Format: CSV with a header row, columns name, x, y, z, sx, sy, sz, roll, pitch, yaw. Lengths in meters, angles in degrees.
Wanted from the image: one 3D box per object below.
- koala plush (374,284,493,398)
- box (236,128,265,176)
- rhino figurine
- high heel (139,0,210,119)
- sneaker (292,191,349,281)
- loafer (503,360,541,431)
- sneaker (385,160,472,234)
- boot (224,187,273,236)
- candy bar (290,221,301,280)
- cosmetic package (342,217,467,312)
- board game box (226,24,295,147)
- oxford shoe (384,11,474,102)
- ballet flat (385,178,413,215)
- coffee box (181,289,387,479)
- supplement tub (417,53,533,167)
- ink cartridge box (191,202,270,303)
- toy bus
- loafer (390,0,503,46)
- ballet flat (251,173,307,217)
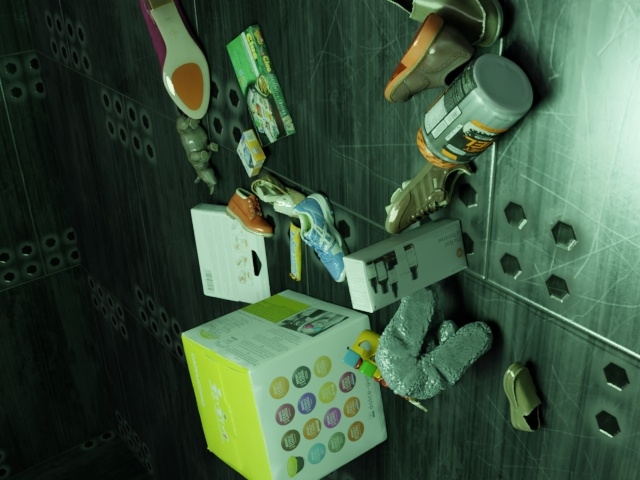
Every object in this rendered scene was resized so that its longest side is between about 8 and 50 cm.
name,x,y,z,sx,sy,sz,roll,pitch,yaw
koala plush,0.195,0.215,1.510,0.196,0.203,0.221,37,171,8
box,-0.175,-0.213,1.924,0.081,0.028,0.136,64,159,9
rhino figurine,-0.331,-0.244,2.121,0.106,0.073,0.243,1,110,52
high heel,-0.380,-0.509,2.039,0.181,0.127,0.377,-133,29,-71
sneaker,0.000,0.000,1.756,0.080,0.081,0.211,-24,89,57
loafer,0.371,0.284,1.394,0.050,0.056,0.148,18,133,51
sneaker,0.190,-0.076,1.367,0.071,0.066,0.188,43,105,27
boot,-0.177,-0.072,2.006,0.158,0.059,0.084,36,113,22
candy bar,-0.062,0.030,1.928,0.040,0.018,0.161,34,134,43
cosmetic package,0.158,0.041,1.390,0.060,0.239,0.098,11,117,54
board game box,-0.142,-0.358,1.809,0.136,0.030,0.259,-11,99,60
oxford shoe,0.177,-0.277,1.286,0.098,0.096,0.271,29,171,-2
ballet flat,0.166,-0.087,1.481,0.168,0.057,0.052,-52,51,54
coffee box,-0.090,0.353,1.859,0.338,0.334,0.337,14,119,53
supplement tub,0.241,-0.201,1.239,0.117,0.117,0.190,61,148,12
ink cartridge box,-0.237,0.040,2.163,0.239,0.060,0.275,8,117,27
toy bus,0.156,0.265,1.656,0.202,0.104,0.191,30,173,3
loafer,0.186,-0.376,1.245,0.251,0.087,0.094,39,138,39
ballet flat,-0.097,-0.098,1.857,0.206,0.067,0.073,32,132,44
